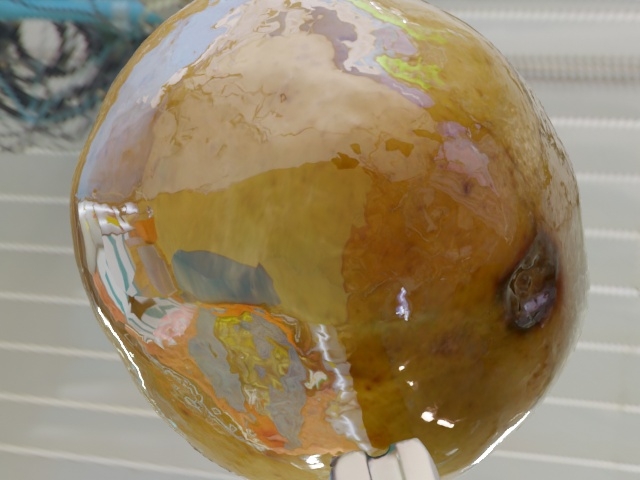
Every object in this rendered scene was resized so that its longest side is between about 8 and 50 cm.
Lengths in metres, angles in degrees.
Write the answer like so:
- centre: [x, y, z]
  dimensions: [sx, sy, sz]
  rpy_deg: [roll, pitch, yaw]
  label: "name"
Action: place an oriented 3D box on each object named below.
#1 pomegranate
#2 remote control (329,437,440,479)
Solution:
- centre: [0.010, -0.004, 0.980]
  dimensions: [0.307, 0.307, 0.307]
  rpy_deg: [-6, -105, 22]
  label: "pomegranate"
- centre: [0.061, 0.223, 0.777]
  dimensions: [0.055, 0.103, 0.277]
  rpy_deg: [-15, -134, 0]
  label: "remote control"
